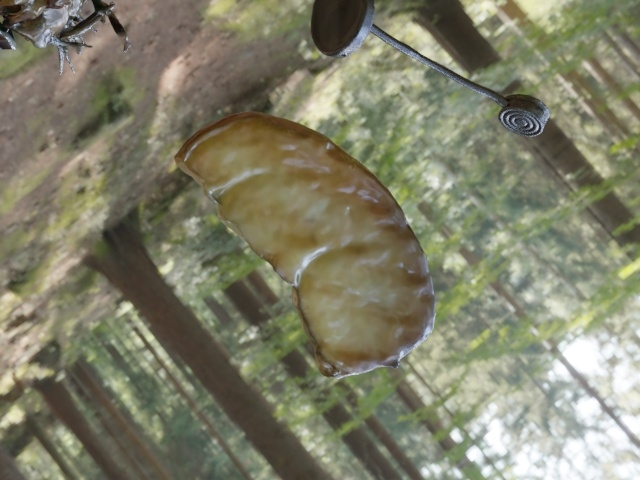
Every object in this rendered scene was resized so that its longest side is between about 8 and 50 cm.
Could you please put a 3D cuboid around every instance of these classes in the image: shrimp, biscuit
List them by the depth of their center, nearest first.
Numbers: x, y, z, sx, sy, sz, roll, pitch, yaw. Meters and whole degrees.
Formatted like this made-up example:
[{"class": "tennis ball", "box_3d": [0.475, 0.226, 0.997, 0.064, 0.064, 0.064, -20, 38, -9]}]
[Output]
[{"class": "biscuit", "box_3d": [0.003, -0.003, 0.896, 0.154, 0.299, 0.045, -33, -163, 1]}, {"class": "shrimp", "box_3d": [-0.262, -0.248, 0.926, 0.145, 0.116, 0.343, -1, 168, -2]}]

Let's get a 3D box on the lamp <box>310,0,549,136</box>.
[{"class": "lamp", "box_3d": [0.145, -0.211, 1.249, 0.130, 0.371, 0.108, -10, -126, 51]}]
